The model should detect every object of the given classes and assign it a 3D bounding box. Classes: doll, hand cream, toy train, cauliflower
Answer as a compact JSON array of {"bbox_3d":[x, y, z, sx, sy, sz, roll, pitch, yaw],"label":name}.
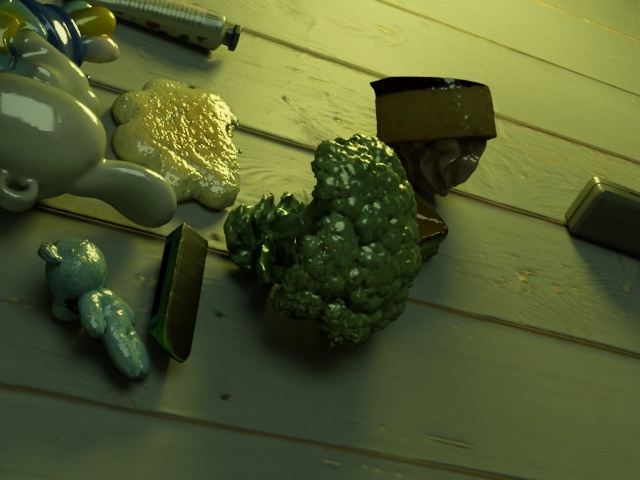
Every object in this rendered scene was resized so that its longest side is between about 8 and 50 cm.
[{"bbox_3d":[-0.376,-0.177,1.280,0.376,0.187,0.366,28,39,-46],"label":"doll"},{"bbox_3d":[-0.261,-0.361,1.660,0.276,0.059,0.095,17,40,-11],"label":"hand cream"},{"bbox_3d":[-0.252,0.079,1.156,0.180,0.075,0.120,65,5,10],"label":"doll"},{"bbox_3d":[-0.171,0.068,1.235,0.044,0.042,0.209,39,32,-27],"label":"toy train"},{"bbox_3d":[0.000,0.000,1.331,0.250,0.273,0.275,-3,0,19],"label":"cauliflower"}]

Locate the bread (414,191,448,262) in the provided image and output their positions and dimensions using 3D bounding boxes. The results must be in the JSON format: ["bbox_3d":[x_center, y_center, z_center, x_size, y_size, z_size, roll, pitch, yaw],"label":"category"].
[{"bbox_3d":[0.105,-0.021,1.513,0.140,0.069,0.128,-21,60,-43],"label":"bread"}]

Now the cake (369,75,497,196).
[{"bbox_3d":[0.172,-0.160,1.660,0.207,0.178,0.185,6,2,8],"label":"cake"}]

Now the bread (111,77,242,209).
[{"bbox_3d":[-0.199,-0.146,1.465,0.181,0.039,0.251,15,40,-22],"label":"bread"}]

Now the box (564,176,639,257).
[{"bbox_3d":[0.545,-0.027,1.806,0.243,0.103,0.055,17,34,-19],"label":"box"}]
